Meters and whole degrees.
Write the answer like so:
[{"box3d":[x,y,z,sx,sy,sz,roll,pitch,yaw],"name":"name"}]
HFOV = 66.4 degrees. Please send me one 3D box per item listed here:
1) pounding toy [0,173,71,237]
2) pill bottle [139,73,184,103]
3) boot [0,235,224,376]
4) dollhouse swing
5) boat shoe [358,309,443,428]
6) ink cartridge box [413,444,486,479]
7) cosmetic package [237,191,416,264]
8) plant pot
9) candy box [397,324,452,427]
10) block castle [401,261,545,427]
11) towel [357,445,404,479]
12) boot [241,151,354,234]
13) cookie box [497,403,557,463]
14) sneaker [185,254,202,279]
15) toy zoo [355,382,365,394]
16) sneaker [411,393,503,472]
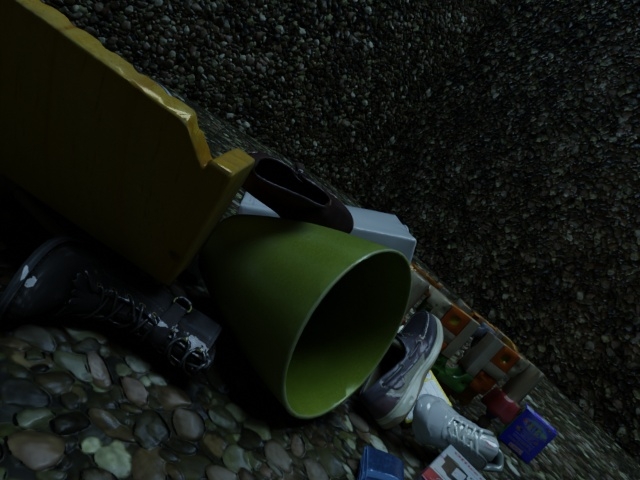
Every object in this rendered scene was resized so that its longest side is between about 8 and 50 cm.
[{"box3d":[-0.395,-0.077,0.803,0.183,0.110,0.237,44,39,-3],"name":"pounding toy"},{"box3d":[-0.437,-0.263,1.047,0.210,0.210,0.363,40,12,13],"name":"pill bottle"},{"box3d":[-0.230,0.091,0.609,0.229,0.091,0.263,37,10,-1],"name":"boot"},{"box3d":[-0.250,-0.171,0.682,0.347,0.315,0.305,36,40,-6],"name":"dollhouse swing"},{"box3d":[0.157,0.223,0.946,0.092,0.103,0.285,48,45,-10],"name":"boat shoe"},{"box3d":[0.201,0.398,0.736,0.127,0.072,0.175,43,14,25],"name":"ink cartridge box"},{"box3d":[0.000,0.000,1.119,0.385,0.156,0.217,13,17,-6],"name":"cosmetic package"},{"box3d":[-0.056,0.078,0.780,0.293,0.275,0.275,30,6,35],"name":"plant pot"},{"box3d":[0.173,0.274,1.012,0.105,0.027,0.206,-14,47,-15],"name":"candy box"},{"box3d":[0.312,0.256,1.265,0.453,0.213,0.303,38,8,-9],"name":"block castle"},{"box3d":[0.085,0.338,0.688,0.067,0.029,0.119,15,9,8],"name":"towel"},{"box3d":[-0.022,-0.059,0.783,0.248,0.090,0.207,29,-1,-20],"name":"boot"},{"box3d":[0.515,0.483,1.225,0.092,0.107,0.040,42,12,15],"name":"cookie box"},{"box3d":[-0.277,-0.037,0.919,0.111,0.103,0.252,27,15,-46],"name":"sneaker"},{"box3d":[-0.008,0.196,0.987,0.293,0.030,0.192,35,13,-12],"name":"toy zoo"},{"box3d":[0.254,0.345,0.872,0.115,0.090,0.232,-8,-40,48],"name":"sneaker"}]
